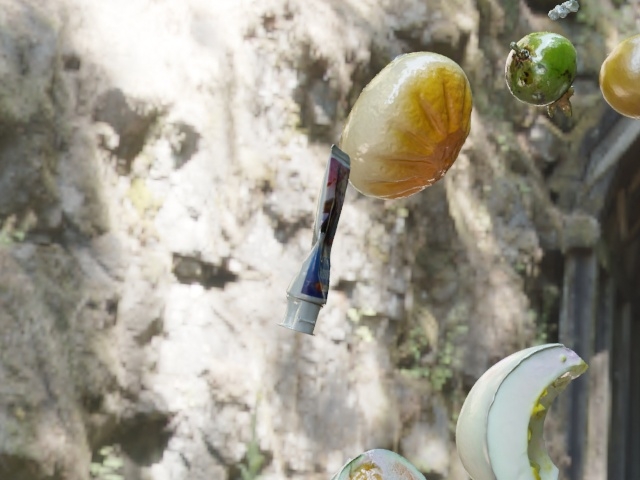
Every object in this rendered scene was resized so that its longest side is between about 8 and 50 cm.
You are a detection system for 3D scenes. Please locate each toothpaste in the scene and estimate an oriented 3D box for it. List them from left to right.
[{"bbox_3d":[0.000,0.000,1.531,0.061,0.266,0.096,13,-4,16],"label":"toothpaste"}]

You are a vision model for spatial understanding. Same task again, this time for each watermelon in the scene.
[{"bbox_3d":[0.060,0.525,2.130,0.188,0.175,0.322,-33,-18,30],"label":"watermelon"}]

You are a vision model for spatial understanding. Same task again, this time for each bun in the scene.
[{"bbox_3d":[0.177,-0.190,1.989,0.165,0.299,0.299,41,5,27],"label":"bun"}]

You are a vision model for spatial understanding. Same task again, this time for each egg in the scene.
[{"bbox_3d":[0.305,0.300,1.761,0.206,0.271,0.162,3,-3,-28],"label":"egg"}]

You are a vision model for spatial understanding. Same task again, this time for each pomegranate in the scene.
[{"bbox_3d":[0.464,-0.345,2.273,0.156,0.156,0.220,1,-20,15],"label":"pomegranate"}]

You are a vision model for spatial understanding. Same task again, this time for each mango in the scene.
[{"bbox_3d":[0.588,-0.282,1.846,0.221,0.151,0.120,-4,-5,8],"label":"mango"}]

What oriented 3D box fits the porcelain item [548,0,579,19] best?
[{"bbox_3d":[0.539,-0.511,2.410,0.028,0.036,0.083,45,-20,-15],"label":"porcelain item"}]
